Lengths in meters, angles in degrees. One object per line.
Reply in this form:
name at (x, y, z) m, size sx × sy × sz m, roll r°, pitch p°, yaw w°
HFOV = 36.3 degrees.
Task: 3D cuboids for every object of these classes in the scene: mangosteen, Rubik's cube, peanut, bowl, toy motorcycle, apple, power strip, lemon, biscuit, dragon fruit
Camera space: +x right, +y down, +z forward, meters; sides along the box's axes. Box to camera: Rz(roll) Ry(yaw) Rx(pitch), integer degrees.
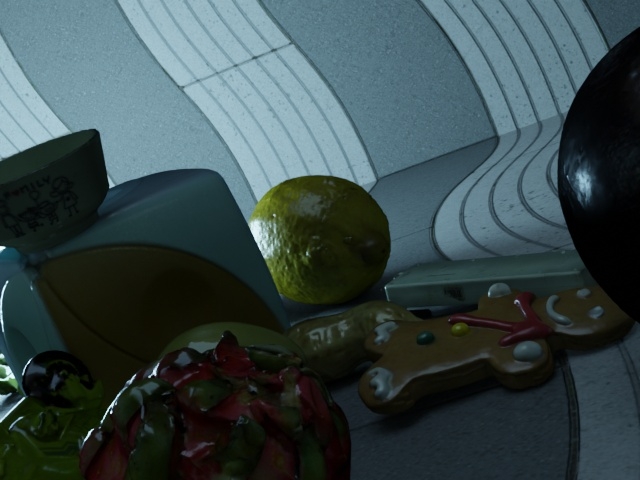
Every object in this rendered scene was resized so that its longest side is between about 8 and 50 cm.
mangosteen at (0.426, -0.097, 0.914) m, size 0.382 × 0.435 × 0.382 m, roll 11°, pitch 37°, yaw -8°
Rubik's cube at (-0.295, 0.104, 1.514) m, size 0.352 × 0.347 × 0.352 m, roll -30°, pitch 16°, yaw -29°
peanut at (0.044, 0.141, 1.365) m, size 0.230 × 0.103 × 0.098 m, roll -18°, pitch -31°, yaw 19°
bowl at (-0.368, -0.056, 1.288) m, size 0.212 × 0.112 × 0.211 m, roll -20°, pitch 17°, yaw 7°
toy motorcycle at (-0.339, 0.291, 1.167) m, size 0.342 × 0.206 × 0.142 m, roll -56°, pitch -4°, yaw -48°
apple at (-0.109, 0.190, 1.182) m, size 0.200 × 0.200 × 0.200 m, roll -21°, pitch 10°, yaw 4°
power strip at (0.261, 0.057, 1.442) m, size 0.367 × 0.043 × 0.106 m, roll -7°, pitch 16°, yaw 42°
lemon at (0.000, 0.000, 1.783) m, size 0.245 × 0.245 × 0.320 m, roll -28°, pitch 22°, yaw -34°
biscuit at (0.211, 0.110, 1.186) m, size 0.340 × 0.047 × 0.216 m, roll -13°, pitch 24°, yaw 10°
dragon fruit at (-0.110, 0.219, 0.885) m, size 0.303 × 0.237 × 0.231 m, roll -38°, pitch -10°, yaw 30°

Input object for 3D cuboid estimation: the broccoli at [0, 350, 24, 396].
broccoli at (-0.651, 0.237, 2.056) m, size 0.254 × 0.186 × 0.302 m, roll -13°, pitch 6°, yaw 7°

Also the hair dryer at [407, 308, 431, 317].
hair dryer at (0.138, 0.113, 1.522) m, size 0.083 × 0.026 × 0.047 m, roll -9°, pitch 17°, yaw 39°
